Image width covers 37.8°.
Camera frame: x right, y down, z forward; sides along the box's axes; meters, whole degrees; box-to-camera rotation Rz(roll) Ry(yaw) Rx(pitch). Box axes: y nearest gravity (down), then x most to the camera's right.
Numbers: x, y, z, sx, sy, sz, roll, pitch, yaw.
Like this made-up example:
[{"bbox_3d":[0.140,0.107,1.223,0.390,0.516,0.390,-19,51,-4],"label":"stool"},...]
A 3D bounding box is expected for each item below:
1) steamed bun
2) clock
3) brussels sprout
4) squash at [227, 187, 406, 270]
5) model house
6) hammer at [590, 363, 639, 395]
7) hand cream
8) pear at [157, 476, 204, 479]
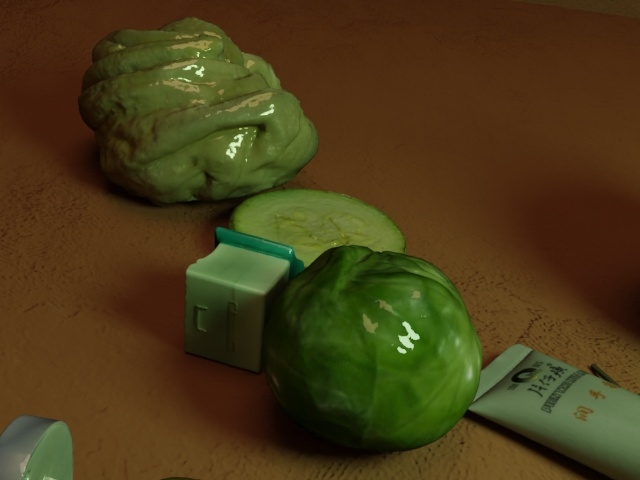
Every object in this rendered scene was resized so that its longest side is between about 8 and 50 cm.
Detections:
[{"bbox_3d":[-0.192,-0.207,1.411,0.324,0.230,0.372,-11,31,-23],"label":"steamed bun"},{"bbox_3d":[-0.223,0.242,0.725,0.064,0.172,0.198,11,69,5],"label":"clock"},{"bbox_3d":[0.052,0.109,0.975,0.244,0.244,0.244,6,30,-3],"label":"brussels sprout"},{"bbox_3d":[0.000,0.000,1.287,0.252,0.049,0.252,6,29,-3],"label":"squash"},{"bbox_3d":[-0.087,0.057,1.095,0.100,0.127,0.149,16,34,14],"label":"model house"},{"bbox_3d":[0.348,0.174,1.095,0.019,0.036,0.110,-4,23,-20],"label":"hammer"},{"bbox_3d":[0.307,0.199,0.996,0.314,0.089,0.139,19,36,35],"label":"hand cream"},{"bbox_3d":[-0.106,0.263,0.726,0.148,0.149,0.162,-10,31,-27],"label":"pear"}]
